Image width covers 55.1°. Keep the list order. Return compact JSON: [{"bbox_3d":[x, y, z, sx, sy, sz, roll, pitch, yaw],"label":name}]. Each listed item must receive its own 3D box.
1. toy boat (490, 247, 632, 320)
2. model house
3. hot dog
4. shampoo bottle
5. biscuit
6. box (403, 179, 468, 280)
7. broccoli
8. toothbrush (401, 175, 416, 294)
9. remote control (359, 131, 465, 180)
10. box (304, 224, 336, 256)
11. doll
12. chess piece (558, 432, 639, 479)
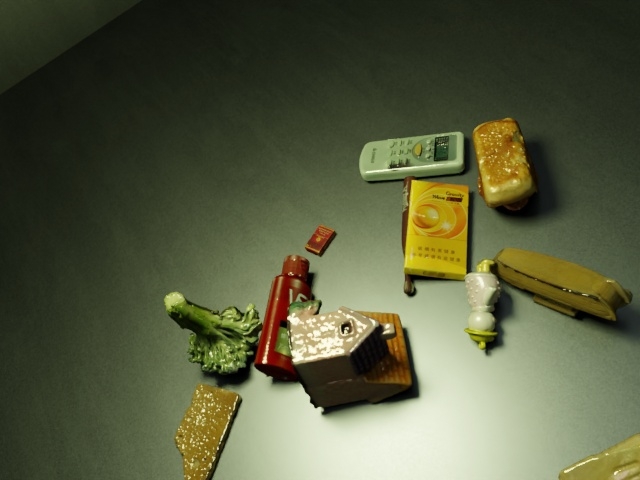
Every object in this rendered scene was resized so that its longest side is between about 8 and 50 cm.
[{"bbox_3d":[0.514,0.095,1.353,0.321,0.121,0.089,21,66,47],"label":"toy boat"},{"bbox_3d":[0.068,0.227,1.369,0.237,0.237,0.202,-11,46,9],"label":"model house"},{"bbox_3d":[0.462,-0.174,1.541,0.150,0.153,0.257,-13,51,18],"label":"hot dog"},{"bbox_3d":[-0.083,0.186,1.530,0.076,0.118,0.314,-33,38,47],"label":"shampoo bottle"},{"bbox_3d":[-0.284,0.465,1.466,0.131,0.026,0.237,6,60,27],"label":"biscuit"},{"bbox_3d":[0.295,-0.030,1.553,0.152,0.043,0.269,8,58,5],"label":"box"},{"bbox_3d":[-0.243,0.210,1.474,0.198,0.275,0.177,-6,52,5],"label":"broccoli"},{"bbox_3d":[0.231,-0.022,1.596,0.040,0.041,0.364,-6,54,18],"label":"toothbrush"},{"bbox_3d":[0.255,-0.237,1.727,0.296,0.056,0.140,-3,50,19],"label":"remote control"},{"bbox_3d":[0.000,0.000,1.683,0.051,0.023,0.082,22,67,34],"label":"box"},{"bbox_3d":[0.365,0.142,1.385,0.081,0.129,0.207,8,72,-7],"label":"doll"},{"bbox_3d":[0.592,0.410,1.112,0.300,0.137,0.137,-31,50,15],"label":"chess piece"}]
